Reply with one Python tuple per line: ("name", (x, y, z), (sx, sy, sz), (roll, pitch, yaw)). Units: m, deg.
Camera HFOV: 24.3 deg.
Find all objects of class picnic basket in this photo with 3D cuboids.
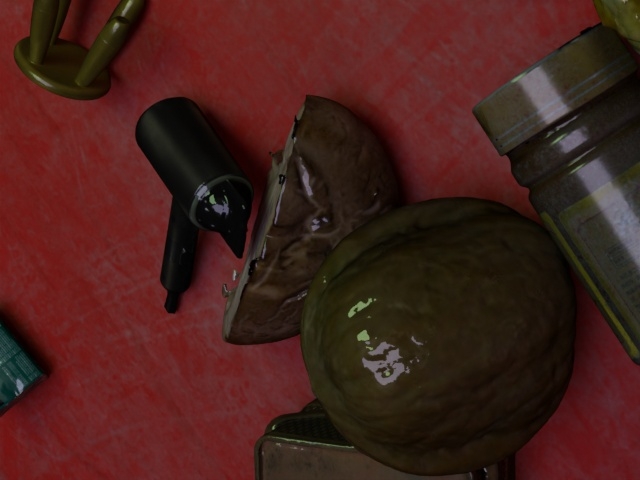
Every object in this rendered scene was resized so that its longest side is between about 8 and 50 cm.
("picnic basket", (0.067, 0.267, 1.546), (0.266, 0.139, 0.165), (4, 104, 24))

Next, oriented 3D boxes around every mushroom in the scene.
("mushroom", (0.000, 0.000, 1.533), (0.151, 0.156, 0.286), (17, 113, -10))

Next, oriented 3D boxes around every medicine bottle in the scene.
("medicine bottle", (0.287, -0.027, 1.366), (0.151, 0.151, 0.322), (-33, 88, 27))

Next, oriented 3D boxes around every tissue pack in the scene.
("tissue pack", (-0.390, 0.146, 1.766), (0.085, 0.079, 0.111), (-40, 85, -9))

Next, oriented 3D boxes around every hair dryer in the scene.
("hair dryer", (-0.134, 0.000, 1.590), (0.196, 0.078, 0.248), (54, 145, 40))

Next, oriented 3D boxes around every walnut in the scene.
("walnut", (0.117, 0.090, 1.418), (0.282, 0.227, 0.283), (2, 82, -11))

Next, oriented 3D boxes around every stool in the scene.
("stool", (-0.259, -0.224, 1.588), (0.134, 0.135, 0.110), (50, 126, 31))

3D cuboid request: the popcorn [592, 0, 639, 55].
("popcorn", (0.375, -0.230, 1.210), (0.321, 0.290, 0.326), (-13, 78, 29))
